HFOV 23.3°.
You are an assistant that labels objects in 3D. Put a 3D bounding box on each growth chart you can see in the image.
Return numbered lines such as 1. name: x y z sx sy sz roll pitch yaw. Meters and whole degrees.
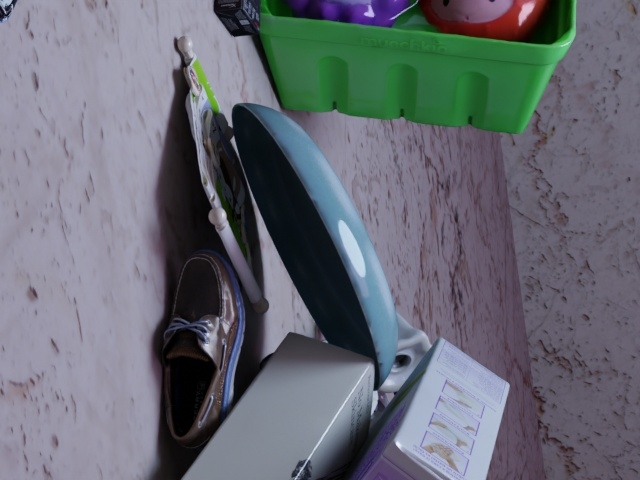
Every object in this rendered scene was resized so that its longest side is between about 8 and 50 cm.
1. growth chart: -0.094 -0.059 1.500 0.172 0.021 0.237 64 11 -56

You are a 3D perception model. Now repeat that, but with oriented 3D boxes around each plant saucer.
1. plant saucer: 0.000 0.000 1.555 0.317 0.044 0.317 61 -10 19

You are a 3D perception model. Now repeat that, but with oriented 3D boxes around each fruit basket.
1. fruit basket: 0.112 -0.334 1.758 0.283 0.392 0.392 -78 157 -46

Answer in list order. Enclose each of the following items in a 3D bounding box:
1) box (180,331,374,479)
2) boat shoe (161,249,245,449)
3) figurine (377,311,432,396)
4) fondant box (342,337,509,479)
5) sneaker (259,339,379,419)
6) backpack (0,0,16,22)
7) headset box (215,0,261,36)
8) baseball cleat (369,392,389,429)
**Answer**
1. box: -0.046 0.211 1.405 0.275 0.094 0.113 -53 153 -47
2. boat shoe: -0.108 0.097 1.404 0.066 0.066 0.183 23 64 -71
3. figurine: 0.081 0.139 1.910 0.215 0.092 0.209 58 -4 -36
4. fondant box: 0.065 0.249 1.491 0.238 0.096 0.330 -55 179 16
5. sneaker: -0.012 0.162 1.663 0.283 0.110 0.122 -63 142 -63
6. backpack: -0.232 -0.204 1.001 0.114 0.084 0.105 -71 153 -45
7. headset box: -0.086 -0.267 1.649 0.062 0.032 0.083 50 38 -66
8. baseball cleat: 0.082 0.246 2.048 0.206 0.072 0.109 71 9 -61
